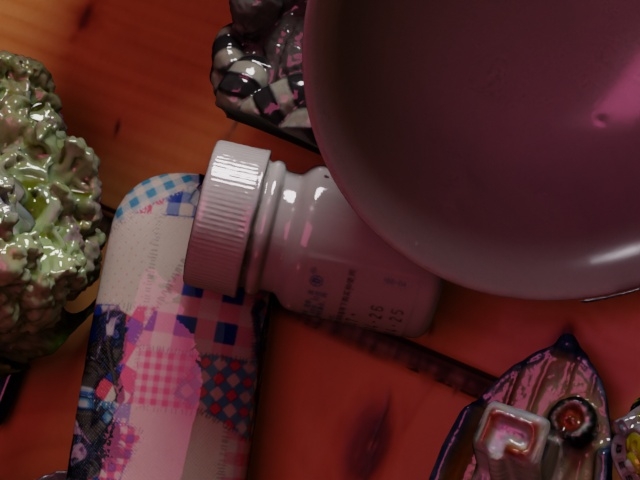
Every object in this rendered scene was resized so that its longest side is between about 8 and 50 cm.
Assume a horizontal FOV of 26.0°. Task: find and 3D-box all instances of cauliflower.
[{"bbox_3d":[-0.285,-0.026,0.993,0.239,0.315,0.256,-49,40,10],"label":"cauliflower"}]

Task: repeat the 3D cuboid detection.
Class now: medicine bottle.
[{"bbox_3d":[0.000,0.000,0.930,0.168,0.105,0.105,14,85,-2],"label":"medicine bottle"}]

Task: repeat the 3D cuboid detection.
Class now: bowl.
[{"bbox_3d":[0.147,-0.145,0.866,0.345,0.345,0.157,-44,24,10],"label":"bowl"}]

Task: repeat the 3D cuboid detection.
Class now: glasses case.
[{"bbox_3d":[-0.106,0.112,0.988,0.125,0.076,0.327,6,79,6],"label":"glasses case"},{"bbox_3d":[-0.250,0.105,1.093,0.033,0.023,0.083,20,87,30],"label":"glasses case"}]

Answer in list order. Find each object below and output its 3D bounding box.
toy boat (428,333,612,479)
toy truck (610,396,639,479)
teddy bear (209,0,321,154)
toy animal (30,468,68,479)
[{"bbox_3d":[0.113,0.181,0.871,0.114,0.115,0.262,17,87,25],"label":"toy boat"},{"bbox_3d":[0.233,0.115,0.840,0.111,0.077,0.076,-25,72,-12],"label":"toy truck"},{"bbox_3d":[-0.003,-0.174,0.972,0.171,0.144,0.251,7,83,25],"label":"teddy bear"},{"bbox_3d":[-0.276,0.238,1.025,0.273,0.160,0.197,-5,80,30],"label":"toy animal"}]
